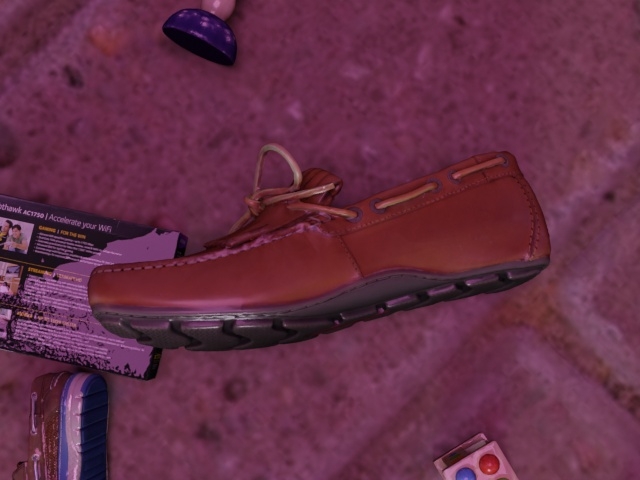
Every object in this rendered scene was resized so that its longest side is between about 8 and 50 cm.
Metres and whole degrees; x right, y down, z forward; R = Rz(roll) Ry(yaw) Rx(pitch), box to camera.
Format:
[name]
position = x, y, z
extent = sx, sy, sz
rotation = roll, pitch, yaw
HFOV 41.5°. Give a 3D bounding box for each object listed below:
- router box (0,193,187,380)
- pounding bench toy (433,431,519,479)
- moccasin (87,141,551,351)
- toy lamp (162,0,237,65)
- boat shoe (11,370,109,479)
[router box]
position = -0.220, 0.040, 0.742
extent = 0.179, 0.046, 0.133
rotation = 13, 84, 0
[pounding bench toy]
position = 0.143, 0.216, 0.718
extent = 0.052, 0.065, 0.083
rotation = -30, 86, -3
[moccasin]
position = 0.000, -0.001, 0.697
extent = 0.380, 0.139, 0.146
rotation = -14, 76, -6
[toy lamp]
position = -0.049, -0.294, 0.759
extent = 0.080, 0.080, 0.274
rotation = 24, 87, 2
[boat shoe]
position = -0.223, 0.202, 0.724
extent = 0.066, 0.066, 0.183
rotation = 4, 86, 17
